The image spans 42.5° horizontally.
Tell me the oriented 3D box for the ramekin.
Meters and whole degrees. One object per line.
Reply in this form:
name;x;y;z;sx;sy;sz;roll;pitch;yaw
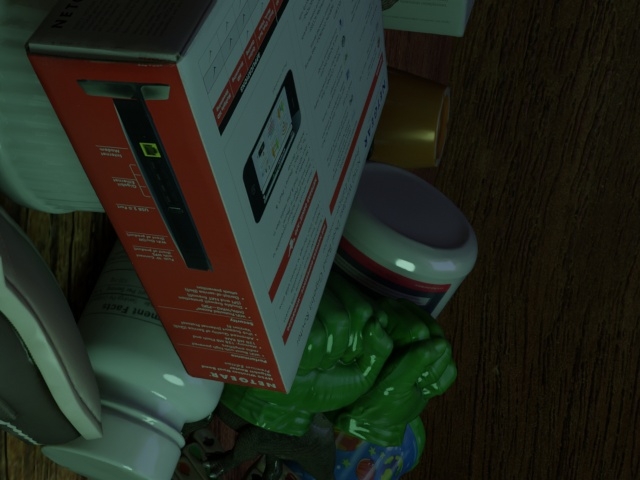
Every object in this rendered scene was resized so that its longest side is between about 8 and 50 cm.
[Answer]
ramekin;-0.139;-0.115;0.574;0.207;0.109;0.207;10;90;-75

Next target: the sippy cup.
sippy cup;0.031;0.376;1.400;0.305;0.240;0.224;55;43;-13

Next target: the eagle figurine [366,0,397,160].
eagle figurine;0.018;-0.246;0.885;0.298;0.226;0.225;22;36;-44

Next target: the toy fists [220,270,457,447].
toy fists;0.035;0.116;0.785;0.279;0.096;0.142;22;95;-47

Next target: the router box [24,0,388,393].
router box;-0.035;-0.114;0.572;0.301;0.082;0.335;79;24;-49

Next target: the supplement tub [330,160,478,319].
supplement tub;0.042;0.061;0.973;0.272;0.191;0.191;-60;178;31

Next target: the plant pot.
plant pot;0.103;-0.191;1.308;0.205;0.188;0.205;10;90;-76

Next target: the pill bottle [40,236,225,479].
pill bottle;-0.134;0.082;0.681;0.131;0.131;0.229;77;27;-57

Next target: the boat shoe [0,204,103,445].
boat shoe;-0.204;0.038;0.455;0.324;0.096;0.116;84;-20;-57

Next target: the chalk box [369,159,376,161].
chalk box;0.000;0.000;1.151;0.132;0.132;0.213;-66;160;-46

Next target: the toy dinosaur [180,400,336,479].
toy dinosaur;-0.064;0.180;0.879;0.160;0.313;0.121;-45;168;25

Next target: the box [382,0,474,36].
box;0.113;-0.475;1.101;0.168;0.215;0.345;-67;161;-44

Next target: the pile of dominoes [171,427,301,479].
pile of dominoes;-0.097;0.312;0.879;0.040;0.196;0.251;-50;179;24
